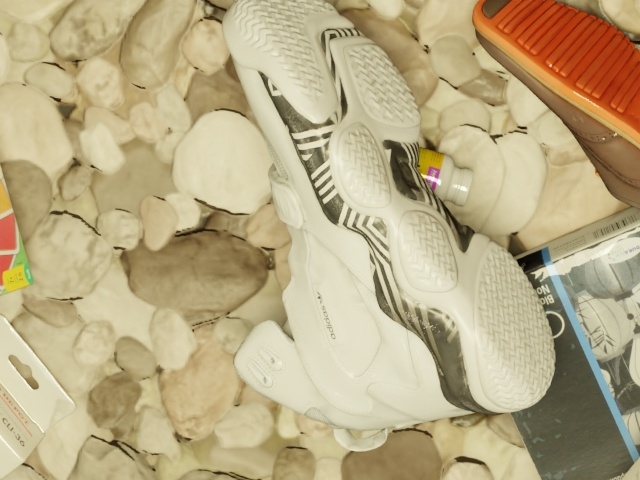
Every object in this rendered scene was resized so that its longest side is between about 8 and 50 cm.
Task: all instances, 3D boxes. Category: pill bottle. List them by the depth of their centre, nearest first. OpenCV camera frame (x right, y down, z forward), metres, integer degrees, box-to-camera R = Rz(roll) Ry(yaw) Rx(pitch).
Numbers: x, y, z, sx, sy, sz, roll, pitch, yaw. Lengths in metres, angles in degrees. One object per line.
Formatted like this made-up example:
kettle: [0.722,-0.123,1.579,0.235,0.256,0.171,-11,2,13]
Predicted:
pill bottle: [0.078,-0.053,1.083,0.083,0.043,0.043,15,106,1]

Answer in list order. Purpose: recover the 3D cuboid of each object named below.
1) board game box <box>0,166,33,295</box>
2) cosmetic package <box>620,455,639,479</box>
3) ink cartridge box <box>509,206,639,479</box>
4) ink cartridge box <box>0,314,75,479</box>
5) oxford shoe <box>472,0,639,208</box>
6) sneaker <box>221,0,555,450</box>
board game box: [-0.351,0.015,1.031,0.259,0.039,0.124,-22,103,-36]
cosmetic package: [0.256,0.324,1.032,0.155,0.197,0.365,19,125,-14]
ink cartridge box: [0.252,0.153,1.113,0.165,0.065,0.333,-25,102,11]
ink cartridge box: [-0.323,0.166,1.167,0.198,0.067,0.115,-36,98,13]
oxford shoe: [0.218,-0.086,1.032,0.271,0.097,0.098,40,141,12]
sneaker: [0.000,0.000,1.025,0.210,0.137,0.366,-30,98,35]
